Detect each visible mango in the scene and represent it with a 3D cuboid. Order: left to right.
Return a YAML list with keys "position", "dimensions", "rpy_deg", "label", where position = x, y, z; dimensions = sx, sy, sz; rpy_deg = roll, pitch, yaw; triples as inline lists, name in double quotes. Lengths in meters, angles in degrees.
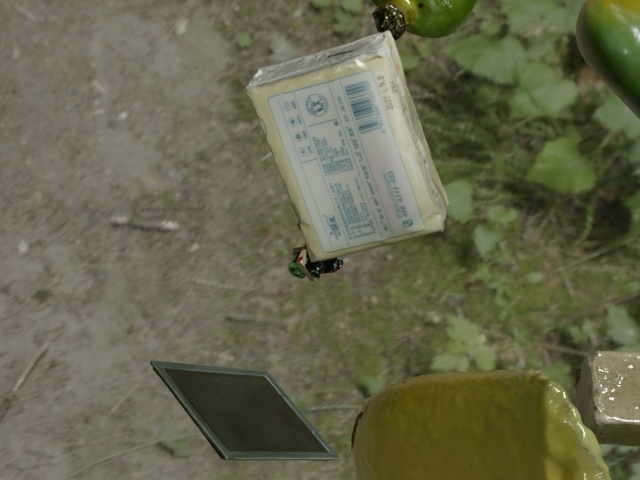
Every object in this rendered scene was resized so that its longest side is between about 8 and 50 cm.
- position: [0.437, -0.226, 1.736]
  dimensions: [0.114, 0.156, 0.251]
  rpy_deg: [-44, 82, 9]
  label: "mango"

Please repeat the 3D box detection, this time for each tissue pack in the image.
- position: [0.030, -0.089, 1.295]
  dimensions: [0.092, 0.148, 0.196]
  rpy_deg: [-62, 136, -63]
  label: "tissue pack"

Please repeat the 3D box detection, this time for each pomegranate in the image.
- position: [0.122, -0.314, 1.588]
  dimensions: [0.143, 0.122, 0.169]
  rpy_deg: [41, 29, 3]
  label: "pomegranate"

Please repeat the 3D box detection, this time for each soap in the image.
- position: [0.177, 0.262, 1.260]
  dimensions: [0.115, 0.427, 0.306]
  rpy_deg: [-36, 97, -30]
  label: "soap"

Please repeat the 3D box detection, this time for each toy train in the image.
- position: [0.000, 0.000, 1.832]
  dimensions: [0.050, 0.087, 0.138]
  rpy_deg: [52, 45, -30]
  label: "toy train"

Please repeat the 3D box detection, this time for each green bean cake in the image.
- position: [0.435, 0.212, 1.755]
  dimensions: [0.179, 0.085, 0.109]
  rpy_deg: [4, 58, -4]
  label: "green bean cake"

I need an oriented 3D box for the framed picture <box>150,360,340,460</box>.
- position: [-0.104, 0.243, 1.848]
  dimensions: [0.252, 0.014, 0.197]
  rpy_deg: [13, 28, -52]
  label: "framed picture"
